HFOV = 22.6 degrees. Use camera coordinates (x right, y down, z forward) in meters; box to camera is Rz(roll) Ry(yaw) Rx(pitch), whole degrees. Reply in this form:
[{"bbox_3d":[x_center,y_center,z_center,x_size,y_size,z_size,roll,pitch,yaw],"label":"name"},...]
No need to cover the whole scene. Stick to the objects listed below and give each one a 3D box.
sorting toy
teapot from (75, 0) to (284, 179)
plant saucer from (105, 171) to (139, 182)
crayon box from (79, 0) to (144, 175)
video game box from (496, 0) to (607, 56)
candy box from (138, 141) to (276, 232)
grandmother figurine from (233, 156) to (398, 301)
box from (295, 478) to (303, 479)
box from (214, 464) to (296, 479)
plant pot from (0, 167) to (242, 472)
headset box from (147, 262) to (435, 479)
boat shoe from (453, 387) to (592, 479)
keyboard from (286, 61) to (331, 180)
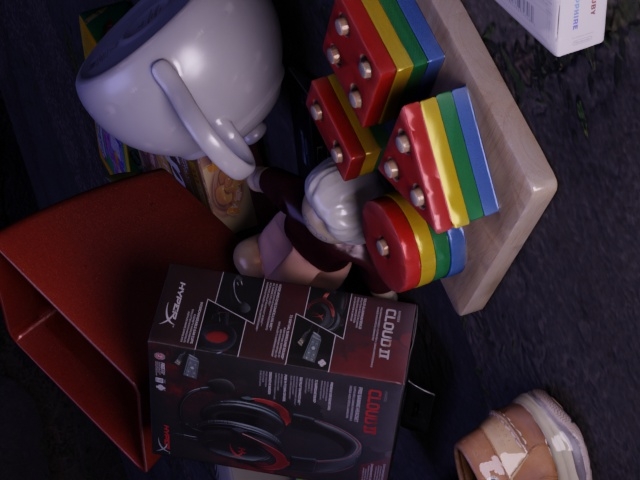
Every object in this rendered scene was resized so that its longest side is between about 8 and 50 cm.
[{"bbox_3d":[0.078,-0.083,1.396,0.257,0.089,0.255,110,138,-63],"label":"sorting toy"},{"bbox_3d":[-0.128,-0.175,1.746,0.187,0.256,0.252,48,148,-20],"label":"teapot"},{"bbox_3d":[-0.193,-0.021,2.206,0.241,0.037,0.241,41,177,3],"label":"plant saucer"},{"bbox_3d":[-0.280,-0.192,2.375,0.165,0.081,0.278,-125,24,-43],"label":"crayon box"},{"bbox_3d":[0.134,-0.260,1.121,0.205,0.048,0.187,53,157,44],"label":"video game box"},{"bbox_3d":[-0.168,-0.138,2.080,0.316,0.087,0.183,37,144,62],"label":"candy box"},{"bbox_3d":[0.000,0.000,1.666,0.208,0.104,0.342,33,161,0],"label":"grandmother figurine"},{"bbox_3d":[0.003,0.371,2.163,0.178,0.042,0.109,93,153,-48],"label":"box"},{"bbox_3d":[-0.096,0.275,2.252,0.094,0.113,0.275,-133,31,-55],"label":"box"},{"bbox_3d":[-0.220,0.073,1.951,0.267,0.236,0.267,42,156,18],"label":"plant pot"},{"bbox_3d":[-0.027,0.151,1.687,0.218,0.293,0.110,96,-176,-51],"label":"headset box"},{"bbox_3d":[0.175,0.285,1.432,0.123,0.116,0.324,-141,36,-60],"label":"boat shoe"},{"bbox_3d":[-0.005,-0.096,1.748,0.108,0.023,0.180,-122,20,-53],"label":"keyboard"}]
